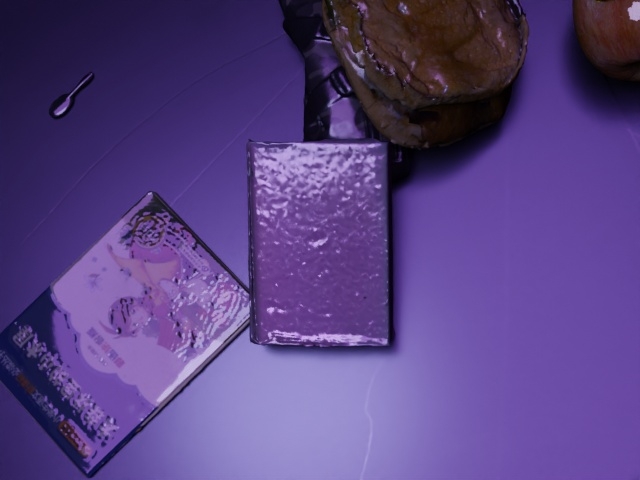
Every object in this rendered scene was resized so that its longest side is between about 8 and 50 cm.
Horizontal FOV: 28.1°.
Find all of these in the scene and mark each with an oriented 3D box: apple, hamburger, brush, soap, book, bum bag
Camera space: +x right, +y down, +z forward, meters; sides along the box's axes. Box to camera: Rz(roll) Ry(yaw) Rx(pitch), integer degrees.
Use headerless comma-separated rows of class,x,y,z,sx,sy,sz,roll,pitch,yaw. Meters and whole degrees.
apple,0.414,-0.294,1.573,0.211,0.211,0.188,0,81,8
hamburger,0.125,-0.259,1.600,0.265,0.134,0.285,-24,85,-25
brush,-0.341,-0.200,1.755,0.024,0.008,0.083,42,87,14
soap,0.000,0.000,1.599,0.181,0.081,0.259,-1,96,6
book,-0.262,0.120,1.679,0.322,0.018,0.228,-45,77,-3
bum bag,0.026,-0.226,1.670,0.144,0.095,0.340,-7,81,1
